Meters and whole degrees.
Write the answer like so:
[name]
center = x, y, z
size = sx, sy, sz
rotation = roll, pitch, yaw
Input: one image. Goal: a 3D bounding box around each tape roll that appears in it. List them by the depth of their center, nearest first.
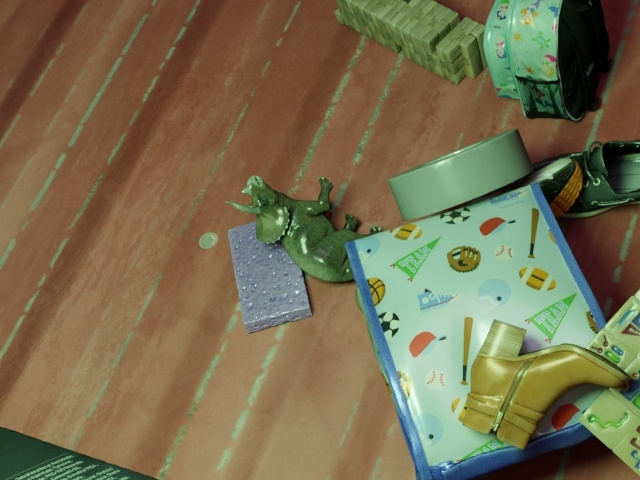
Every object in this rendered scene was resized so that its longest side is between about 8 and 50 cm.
[tape roll]
center = 0.218, -0.103, 1.781
size = 0.219, 0.219, 0.072
rotation = -22, 93, 2

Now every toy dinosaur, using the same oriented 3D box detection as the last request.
[toy dinosaur]
center = 0.000, 0.000, 1.936
size = 0.313, 0.121, 0.160
rotation = 43, 70, 2

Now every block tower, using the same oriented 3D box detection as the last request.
[block tower]
center = 0.166, -0.413, 2.168
size = 0.335, 0.097, 0.091
rotation = 34, 71, 34

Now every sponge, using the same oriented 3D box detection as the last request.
[sponge]
center = -0.089, 0.053, 1.969
size = 0.117, 0.031, 0.210
rotation = -17, 52, 5

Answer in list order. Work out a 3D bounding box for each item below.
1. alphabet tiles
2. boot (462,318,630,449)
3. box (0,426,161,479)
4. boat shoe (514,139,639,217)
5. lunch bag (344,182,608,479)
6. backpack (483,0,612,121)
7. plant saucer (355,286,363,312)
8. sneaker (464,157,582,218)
[alphabet tiles]
center = 0.513, 0.205, 1.460
size = 0.342, 0.011, 0.285
rotation = 43, 96, 20
[boot]
center = 0.291, 0.203, 1.493
size = 0.197, 0.073, 0.152
rotation = 17, 90, 19
[box]
center = -0.351, 0.537, 1.419
size = 0.471, 0.297, 0.480
rotation = 12, 103, 23
[boat shoe]
center = 0.479, -0.112, 1.851
size = 0.340, 0.113, 0.127
rotation = 4, 59, 20
[lunch bag]
center = 0.243, 0.155, 1.669
size = 0.327, 0.239, 0.386
rotation = -20, 48, 1
[backpack]
center = 0.391, -0.357, 1.960
size = 0.191, 0.253, 0.225
rotation = 13, 63, 25
[plant saucer]
center = 0.098, 0.089, 1.871
size = 0.083, 0.015, 0.084
rotation = -1, 84, 9
[sneaker]
center = 0.299, -0.062, 1.853
size = 0.262, 0.099, 0.121
rotation = -37, 43, 15
